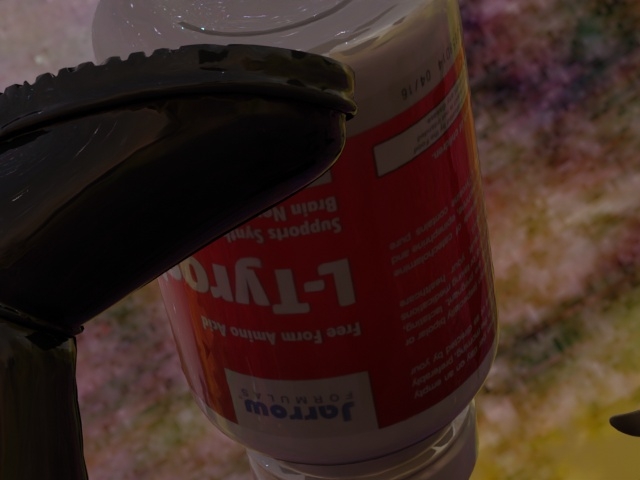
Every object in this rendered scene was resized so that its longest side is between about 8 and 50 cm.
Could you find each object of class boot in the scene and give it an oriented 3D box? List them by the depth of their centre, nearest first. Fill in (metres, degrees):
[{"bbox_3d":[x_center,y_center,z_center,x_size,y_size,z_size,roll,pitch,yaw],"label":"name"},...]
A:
[{"bbox_3d":[-0.091,0.048,0.627,0.246,0.207,0.094,-10,-10,25],"label":"boot"}]

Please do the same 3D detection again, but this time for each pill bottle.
[{"bbox_3d":[0.000,0.000,1.150,0.229,0.229,0.407,-26,-51,-18],"label":"pill bottle"}]

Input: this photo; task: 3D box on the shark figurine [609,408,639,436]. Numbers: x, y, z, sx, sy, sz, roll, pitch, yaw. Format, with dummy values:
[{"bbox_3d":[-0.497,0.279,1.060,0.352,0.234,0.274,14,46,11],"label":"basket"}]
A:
[{"bbox_3d":[0.285,0.039,1.241,0.166,0.116,0.278,-4,-55,-8],"label":"shark figurine"}]
